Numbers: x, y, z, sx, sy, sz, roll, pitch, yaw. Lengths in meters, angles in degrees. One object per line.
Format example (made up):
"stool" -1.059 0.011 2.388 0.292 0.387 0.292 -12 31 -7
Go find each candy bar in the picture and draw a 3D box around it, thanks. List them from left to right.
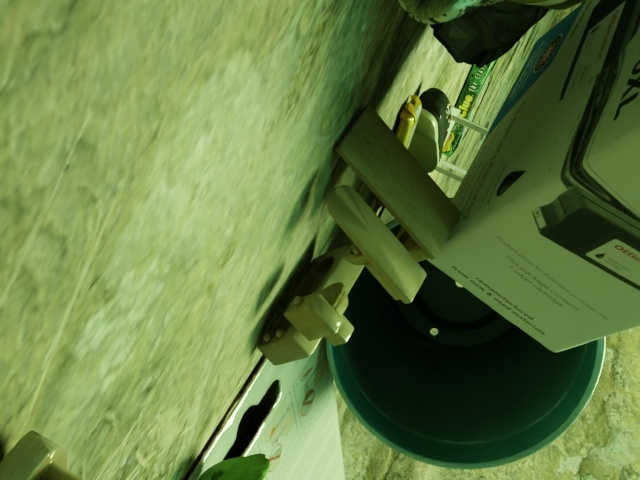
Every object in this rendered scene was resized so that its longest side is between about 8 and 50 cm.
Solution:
"candy bar" 0.080 -0.088 1.069 0.161 0.018 0.040 105 11 -50

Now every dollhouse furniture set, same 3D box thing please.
"dollhouse furniture set" 0.000 0.000 0.831 0.151 0.123 0.144 -21 -153 47

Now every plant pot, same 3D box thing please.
"plant pot" 0.157 0.072 1.099 0.255 0.271 0.272 -53 168 -76

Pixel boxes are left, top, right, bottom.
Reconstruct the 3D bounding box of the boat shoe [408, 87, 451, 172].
"boat shoe" 0.120 -0.118 1.110 0.042 0.049 0.133 -52 163 -20

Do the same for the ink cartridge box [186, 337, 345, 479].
"ink cartridge box" -0.086 0.266 1.027 0.308 0.091 0.385 -56 152 -37

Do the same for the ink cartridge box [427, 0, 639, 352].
"ink cartridge box" 0.284 -0.103 0.777 0.286 0.166 0.395 -59 -170 -25

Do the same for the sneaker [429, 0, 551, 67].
"sneaker" 0.158 -0.227 0.929 0.121 0.111 0.300 -48 175 18

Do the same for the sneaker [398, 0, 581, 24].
"sneaker" 0.135 -0.270 0.520 0.182 0.158 0.410 -42 156 -37

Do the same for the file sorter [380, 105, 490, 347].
"file sorter" 0.175 -0.019 1.314 0.278 0.173 0.193 -65 170 10

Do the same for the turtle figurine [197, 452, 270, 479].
"turtle figurine" -0.013 0.321 0.803 0.197 0.266 0.274 -31 -160 -15

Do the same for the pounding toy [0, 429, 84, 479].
"pounding toy" -0.098 0.180 0.363 0.154 0.154 0.269 -61 172 8

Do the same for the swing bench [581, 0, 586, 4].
"swing bench" 0.374 -0.337 0.987 0.255 0.253 0.165 -79 158 -50

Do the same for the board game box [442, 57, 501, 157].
"board game box" 0.249 -0.262 1.520 0.136 0.030 0.260 -44 159 -59
